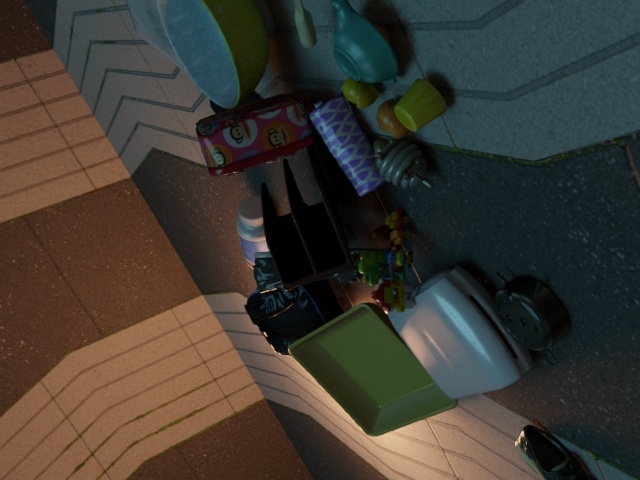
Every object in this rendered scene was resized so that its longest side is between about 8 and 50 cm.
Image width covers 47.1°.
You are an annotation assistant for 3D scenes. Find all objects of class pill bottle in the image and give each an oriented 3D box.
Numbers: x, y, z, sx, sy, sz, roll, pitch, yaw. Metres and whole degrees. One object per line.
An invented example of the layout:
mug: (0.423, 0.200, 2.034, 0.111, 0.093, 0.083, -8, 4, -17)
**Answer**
pill bottle: (-0.176, -0.022, 2.125, 0.124, 0.124, 0.221, 42, 156, 32)

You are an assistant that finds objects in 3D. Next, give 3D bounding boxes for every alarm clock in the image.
alarm clock: (0.370, 0.146, 1.277, 0.192, 0.064, 0.129, 60, 159, -20)

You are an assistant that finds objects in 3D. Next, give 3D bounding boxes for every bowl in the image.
bowl: (-0.187, -0.429, 1.485, 0.289, 0.156, 0.289, 46, 158, 25)

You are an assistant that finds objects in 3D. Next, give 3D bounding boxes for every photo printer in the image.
photo printer: (0.277, 0.189, 1.472, 0.256, 0.107, 0.307, 54, 160, 5)

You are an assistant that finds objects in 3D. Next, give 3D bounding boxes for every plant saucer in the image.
plant saucer: (0.131, 0.305, 1.796, 0.332, 0.081, 0.333, 47, 135, -7)

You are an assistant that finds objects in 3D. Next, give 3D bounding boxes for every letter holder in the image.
letter holder: (-0.050, -0.078, 1.553, 0.302, 0.152, 0.214, -102, -8, -61)

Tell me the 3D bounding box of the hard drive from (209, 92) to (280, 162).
hard drive: (-0.194, -0.314, 1.819, 0.254, 0.054, 0.172, 47, 158, 21)

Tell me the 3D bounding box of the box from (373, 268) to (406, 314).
box: (0.176, 0.162, 1.754, 0.114, 0.036, 0.207, 44, 156, 28)

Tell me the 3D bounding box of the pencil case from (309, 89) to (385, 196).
pencil case: (0.062, -0.187, 1.422, 0.206, 0.088, 0.086, 58, -164, -7)

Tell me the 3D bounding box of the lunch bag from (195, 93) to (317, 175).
lunch bag: (-0.124, -0.233, 1.521, 0.293, 0.258, 0.120, -119, 9, -73)

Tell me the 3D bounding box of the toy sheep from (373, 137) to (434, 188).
toy sheep: (0.146, -0.135, 1.302, 0.132, 0.091, 0.091, 45, 157, 14)

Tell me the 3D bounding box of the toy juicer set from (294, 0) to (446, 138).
toy juicer set: (0.068, -0.309, 1.225, 0.329, 0.089, 0.209, 47, 172, -2)

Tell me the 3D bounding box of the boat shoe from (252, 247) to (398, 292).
boat shoe: (0.011, 0.067, 1.644, 0.112, 0.335, 0.095, -4, -88, -75)

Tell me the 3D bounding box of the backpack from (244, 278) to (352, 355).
backpack: (-0.063, 0.184, 2.012, 0.263, 0.213, 0.276, -14, 110, 36)

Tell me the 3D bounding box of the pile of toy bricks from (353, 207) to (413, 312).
pile of toy bricks: (0.119, 0.045, 1.485, 0.118, 0.105, 0.212, 136, 136, -68)

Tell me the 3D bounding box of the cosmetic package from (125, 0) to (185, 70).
cosmetic package: (-0.344, -0.549, 1.676, 0.224, 0.138, 0.224, 41, 154, 33)

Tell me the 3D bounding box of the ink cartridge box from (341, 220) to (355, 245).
ink cartridge box: (0.000, 0.000, 1.757, 0.099, 0.135, 0.056, 54, 156, 1)

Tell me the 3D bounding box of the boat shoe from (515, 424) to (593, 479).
boat shoe: (0.483, 0.464, 1.479, 0.223, 0.080, 0.073, 46, 163, 35)
